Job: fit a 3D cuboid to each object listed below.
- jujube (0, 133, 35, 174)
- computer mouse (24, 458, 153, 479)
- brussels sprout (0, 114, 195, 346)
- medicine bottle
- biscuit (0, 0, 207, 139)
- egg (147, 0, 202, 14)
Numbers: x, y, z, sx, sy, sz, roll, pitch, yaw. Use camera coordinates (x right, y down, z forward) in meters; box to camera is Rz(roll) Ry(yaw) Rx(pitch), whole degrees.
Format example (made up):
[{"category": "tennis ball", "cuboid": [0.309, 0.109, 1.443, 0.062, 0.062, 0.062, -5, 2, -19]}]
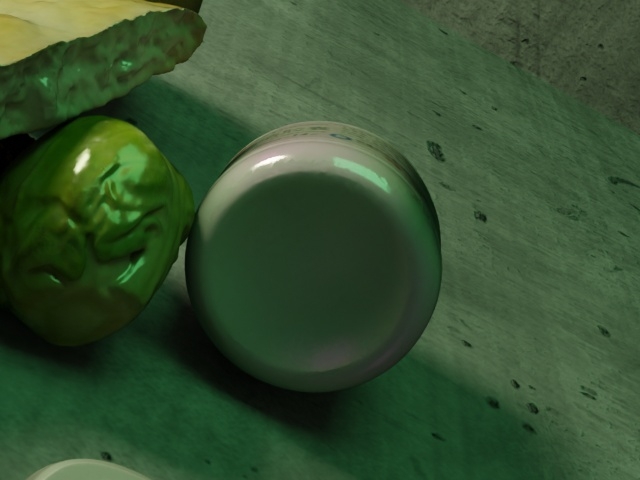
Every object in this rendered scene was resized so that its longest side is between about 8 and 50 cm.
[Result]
[{"category": "jujube", "cuboid": [-0.335, -0.097, 1.407, 0.166, 0.104, 0.104, 34, 22, -2]}, {"category": "computer mouse", "cuboid": [-0.171, 0.255, 0.856, 0.184, 0.121, 0.297, 32, 36, -3]}, {"category": "brussels sprout", "cuboid": [-0.219, -0.017, 1.275, 0.223, 0.223, 0.161, -111, 180, -56]}, {"category": "medicine bottle", "cuboid": [0.000, 0.000, 1.439, 0.241, 0.241, 0.302, 30, 13, -3]}, {"category": "biscuit", "cuboid": [-0.403, -0.164, 1.293, 0.446, 0.104, 0.429, 15, 31, 25]}, {"category": "egg", "cuboid": [-0.283, -0.319, 1.664, 0.301, 0.301, 0.374, 30, 13, -5]}]
